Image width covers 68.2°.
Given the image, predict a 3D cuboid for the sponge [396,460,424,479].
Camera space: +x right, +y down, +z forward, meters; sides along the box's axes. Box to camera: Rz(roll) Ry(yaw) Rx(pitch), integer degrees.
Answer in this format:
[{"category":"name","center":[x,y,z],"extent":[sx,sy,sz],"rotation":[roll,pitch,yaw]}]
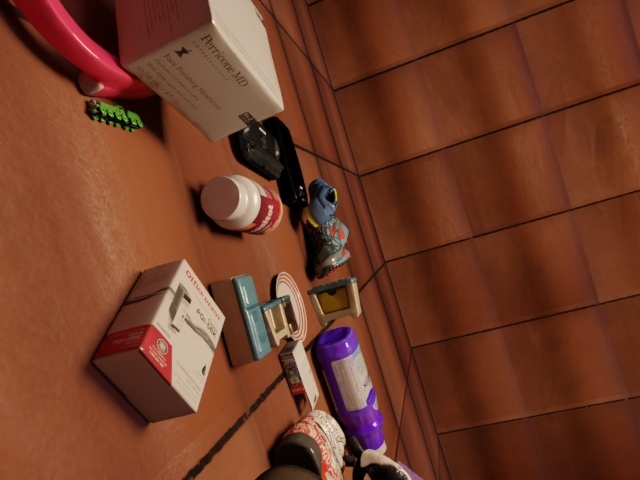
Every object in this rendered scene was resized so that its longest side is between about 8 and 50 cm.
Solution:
[{"category":"sponge","center":[0.288,0.705,1.304],"extent":[0.210,0.031,0.117],"rotation":[34,5,14]}]

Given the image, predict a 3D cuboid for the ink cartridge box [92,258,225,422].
[{"category":"ink cartridge box","center":[-0.158,0.099,0.492],"extent":[0.135,0.056,0.099],"rotation":[-85,154,-55]}]

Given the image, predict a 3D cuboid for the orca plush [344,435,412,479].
[{"category":"orca plush","center":[0.068,0.414,0.795],"extent":[0.151,0.102,0.287],"rotation":[47,-21,-4]}]

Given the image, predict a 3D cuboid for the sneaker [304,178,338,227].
[{"category":"sneaker","center":[0.014,-0.108,1.175],"extent":[0.069,0.082,0.209],"rotation":[49,21,-21]}]

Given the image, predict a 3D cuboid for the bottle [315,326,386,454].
[{"category":"bottle","center":[0.072,0.336,1.034],"extent":[0.118,0.092,0.282],"rotation":[-44,116,-76]}]

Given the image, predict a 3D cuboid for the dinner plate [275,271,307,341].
[{"category":"dinner plate","center":[-0.060,0.131,0.922],"extent":[0.141,0.017,0.141],"rotation":[-17,90,-77]}]

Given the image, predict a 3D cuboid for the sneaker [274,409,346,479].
[{"category":"sneaker","center":[0.017,0.406,0.742],"extent":[0.145,0.090,0.270],"rotation":[-18,88,-74]}]

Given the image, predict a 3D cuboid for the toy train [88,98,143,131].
[{"category":"toy train","center":[-0.239,-0.147,0.554],"extent":[0.023,0.017,0.083],"rotation":[64,13,5]}]

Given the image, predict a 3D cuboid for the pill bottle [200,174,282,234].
[{"category":"pill bottle","center":[-0.124,-0.056,0.752],"extent":[0.152,0.086,0.086],"rotation":[13,61,-73]}]

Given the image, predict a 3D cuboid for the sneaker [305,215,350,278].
[{"category":"sneaker","center":[0.000,0.000,1.208],"extent":[0.125,0.104,0.262],"rotation":[49,17,-18]}]

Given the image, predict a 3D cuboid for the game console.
[{"category":"game console","center":[-0.110,-0.199,1.068],"extent":[0.361,0.044,0.213],"rotation":[25,49,-74]}]

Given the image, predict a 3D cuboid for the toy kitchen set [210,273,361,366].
[{"category":"toy kitchen set","center":[-0.039,0.092,0.737],"extent":[0.207,0.166,0.122],"rotation":[-10,83,-76]}]

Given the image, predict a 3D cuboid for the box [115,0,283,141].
[{"category":"box","center":[-0.150,-0.258,0.599],"extent":[0.181,0.119,0.181],"rotation":[39,34,-63]}]

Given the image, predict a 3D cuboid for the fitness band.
[{"category":"fitness band","center":[-0.260,-0.276,0.565],"extent":[0.291,0.054,0.209],"rotation":[-60,129,-73]}]

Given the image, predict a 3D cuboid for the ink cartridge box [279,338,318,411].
[{"category":"ink cartridge box","center":[-0.037,0.244,0.854],"extent":[0.063,0.029,0.115],"rotation":[-44,117,-75]}]

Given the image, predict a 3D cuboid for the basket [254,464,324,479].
[{"category":"basket","center":[-0.058,0.346,0.415],"extent":[0.227,0.154,0.204],"rotation":[10,66,-71]}]
